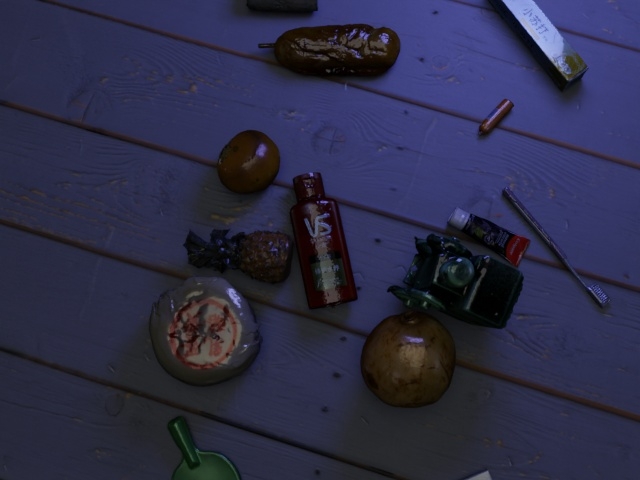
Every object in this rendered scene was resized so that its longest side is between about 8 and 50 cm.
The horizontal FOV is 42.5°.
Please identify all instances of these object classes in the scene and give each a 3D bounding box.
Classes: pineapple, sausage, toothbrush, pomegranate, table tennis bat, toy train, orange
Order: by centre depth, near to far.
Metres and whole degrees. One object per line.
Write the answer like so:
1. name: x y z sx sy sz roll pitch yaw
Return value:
1. toy train: 0.290 0.097 1.776 0.238 0.299 0.167 25 85 -7
2. pomegranate: 0.187 0.249 1.782 0.215 0.215 0.216 0 81 3
3. table tennis bat: -0.277 0.519 1.864 0.160 0.039 0.257 -27 86 -1
4. pineapple: -0.188 0.027 1.893 0.247 0.128 0.128 8 82 7
5. toothbrush: 0.545 0.012 1.905 0.029 0.024 0.354 -38 82 -9
6. orange: -0.167 -0.178 1.922 0.156 0.134 0.157 -21 43 21
7. sausage: 0.412 -0.290 1.955 0.031 0.031 0.107 44 87 8

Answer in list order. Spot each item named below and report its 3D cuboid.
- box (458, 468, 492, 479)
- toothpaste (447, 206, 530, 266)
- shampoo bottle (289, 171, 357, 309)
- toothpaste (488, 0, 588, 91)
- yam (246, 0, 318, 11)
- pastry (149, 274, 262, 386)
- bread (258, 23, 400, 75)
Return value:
1. box: 0.358 0.644 1.813 0.139 0.035 0.245 -22 80 -1
2. toothpaste: 0.390 -0.017 1.910 0.193 0.045 0.071 30 84 1
3. shampoo bottle: 0.000 0.000 1.906 0.118 0.076 0.314 -12 81 4
4. toothpaste: 0.510 -0.501 1.954 0.071 0.089 0.313 -36 82 2
5. yam: -0.092 -0.597 2.003 0.179 0.078 0.078 2 81 4
6. pastry: -0.262 0.204 1.864 0.264 0.133 0.265 -1 77 3
7. bread: 0.020 -0.462 1.973 0.343 0.084 0.124 2 81 3
